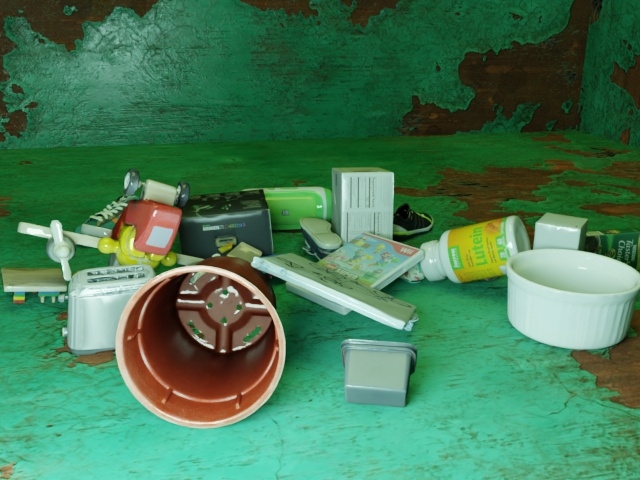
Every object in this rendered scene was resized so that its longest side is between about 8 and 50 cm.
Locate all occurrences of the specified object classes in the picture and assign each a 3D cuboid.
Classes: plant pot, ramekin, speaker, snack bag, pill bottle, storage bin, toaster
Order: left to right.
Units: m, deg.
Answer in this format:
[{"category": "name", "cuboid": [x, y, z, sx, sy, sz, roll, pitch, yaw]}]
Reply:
[{"category": "toaster", "cuboid": [-0.406, 0.136, 1.416, 0.227, 0.146, 0.129, -5, 20, -17]}, {"category": "plant pot", "cuboid": [-0.188, 0.151, 1.246, 0.273, 0.272, 0.265, 1, 10, 1]}, {"category": "speaker", "cuboid": [-0.115, -0.101, 2.169, 0.297, 0.131, 0.131, -3, 19, -10]}, {"category": "snack bag", "cuboid": [0.045, 0.104, 1.425, 0.323, 0.037, 0.342, 24, 4, 9]}, {"category": "storage bin", "cuboid": [0.098, 0.241, 1.231, 0.135, 0.098, 0.091, 4, 46, 8]}, {"category": "pill bottle", "cuboid": [0.373, 0.030, 1.710, 0.246, 0.136, 0.136, -14, 9, 31]}, {"category": "ramekin", "cuboid": [0.536, 0.124, 1.510, 0.277, 0.135, 0.277, 1, 19, 0]}]

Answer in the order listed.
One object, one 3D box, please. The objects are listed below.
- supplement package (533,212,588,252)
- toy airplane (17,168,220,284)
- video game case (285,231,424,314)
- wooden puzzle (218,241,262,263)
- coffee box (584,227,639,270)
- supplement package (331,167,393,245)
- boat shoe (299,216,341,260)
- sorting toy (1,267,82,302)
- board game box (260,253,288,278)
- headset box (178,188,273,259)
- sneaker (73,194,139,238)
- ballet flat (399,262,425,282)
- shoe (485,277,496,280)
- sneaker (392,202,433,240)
[{"category": "supplement package", "cuboid": [0.578, 0.035, 1.706, 0.105, 0.179, 0.105, 12, 22, 29]}, {"category": "toy airplane", "cuboid": [-0.441, 0.029, 1.638, 0.386, 0.272, 0.384, -4, -21, 13]}, {"category": "video game case", "cuboid": [0.085, 0.072, 1.707, 0.285, 0.025, 0.204, -32, 34, -33]}, {"category": "wooden puzzle", "cuboid": [-0.195, 0.038, 1.790, 0.116, 0.014, 0.078, 31, 43, 19]}, {"category": "coffee box", "cuboid": [0.760, 0.028, 1.844, 0.184, 0.113, 0.040, -3, 17, -16]}, {"category": "supplement package", "cuboid": [0.116, -0.104, 2.009, 0.145, 0.203, 0.262, 0, 9, -5]}, {"category": "boat shoe", "cuboid": [0.000, 0.000, 1.950, 0.095, 0.079, 0.254, -3, 21, -20]}, {"category": "sorting toy", "cuboid": [-0.660, 0.106, 1.635, 0.275, 0.046, 0.132, 1, 16, -28]}, {"category": "board game box", "cuboid": [-0.134, 0.073, 1.802, 0.133, 0.033, 0.168, -8, 15, -9]}, {"category": "headset box", "cuboid": [-0.264, -0.043, 1.946, 0.247, 0.131, 0.283, -6, 17, -8]}, {"category": "sneaker", "cuboid": [-0.601, -0.077, 2.086, 0.108, 0.121, 0.302, 14, 23, 35]}, {"category": "ballet flat", "cuboid": [0.183, 0.043, 1.832, 0.091, 0.077, 0.241, -16, 24, -39]}, {"category": "shoe", "cuboid": [0.448, 0.057, 1.832, 0.081, 0.063, 0.178, 19, 31, 41]}, {"category": "sneaker", "cuboid": [0.277, -0.068, 2.134, 0.084, 0.097, 0.235, 13, 22, 32]}]
